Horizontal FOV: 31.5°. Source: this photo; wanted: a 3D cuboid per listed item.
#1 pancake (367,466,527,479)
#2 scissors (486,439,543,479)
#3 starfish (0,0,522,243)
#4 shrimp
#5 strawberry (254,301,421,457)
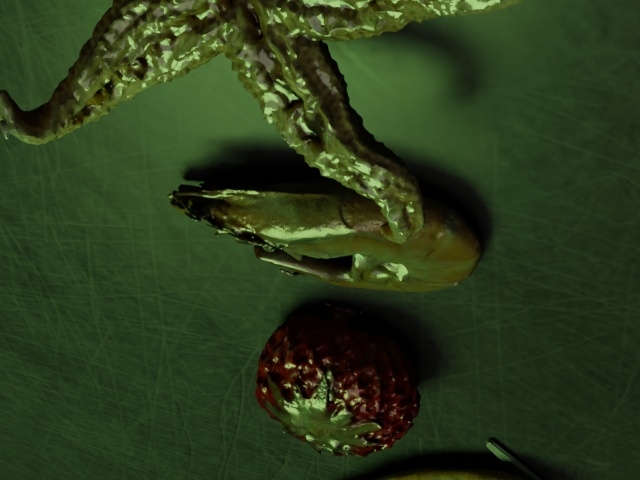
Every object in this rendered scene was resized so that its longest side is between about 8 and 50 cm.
[{"bbox_3d":[0.141,0.287,1.099,0.244,0.057,0.266,31,147,-21],"label":"pancake"},{"bbox_3d":[0.211,0.234,1.034,0.189,0.015,0.100,43,135,-22],"label":"scissors"},{"bbox_3d":[-0.051,-0.138,0.641,0.327,0.094,0.375,-31,113,33],"label":"starfish"},{"bbox_3d":[0.001,-0.004,0.829,0.236,0.053,0.133,6,160,11],"label":"shrimp"},{"bbox_3d":[0.013,0.124,0.933,0.145,0.086,0.145,12,139,10],"label":"strawberry"}]
